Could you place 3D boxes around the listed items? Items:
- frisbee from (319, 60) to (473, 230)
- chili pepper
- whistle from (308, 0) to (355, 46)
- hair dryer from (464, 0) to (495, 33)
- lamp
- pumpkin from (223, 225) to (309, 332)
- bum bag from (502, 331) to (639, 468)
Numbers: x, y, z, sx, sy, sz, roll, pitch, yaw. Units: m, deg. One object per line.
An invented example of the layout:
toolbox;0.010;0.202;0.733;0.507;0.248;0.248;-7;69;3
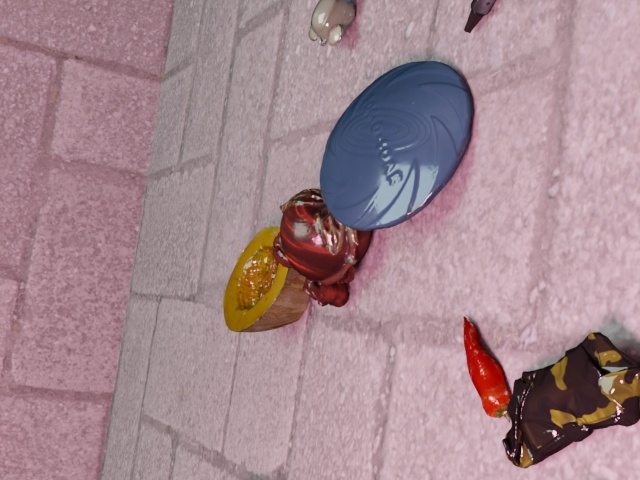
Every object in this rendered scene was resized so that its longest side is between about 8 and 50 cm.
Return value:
frisbee;0.099;-0.152;1.445;0.290;0.049;0.289;-24;51;34
chili pepper;0.208;0.160;1.237;0.178;0.027;0.045;-102;32;-43
whistle;0.045;-0.475;1.788;0.114;0.077;0.235;31;103;54
hair dryer;0.250;-0.390;1.353;0.195;0.050;0.173;129;146;-52
lamp;-0.009;-0.003;1.604;0.223;0.151;0.215;-61;39;23
pumpkin;-0.086;0.087;1.821;0.217;0.110;0.217;-47;29;37
bum bag;0.272;0.175;1.054;0.232;0.060;0.106;-48;48;52
